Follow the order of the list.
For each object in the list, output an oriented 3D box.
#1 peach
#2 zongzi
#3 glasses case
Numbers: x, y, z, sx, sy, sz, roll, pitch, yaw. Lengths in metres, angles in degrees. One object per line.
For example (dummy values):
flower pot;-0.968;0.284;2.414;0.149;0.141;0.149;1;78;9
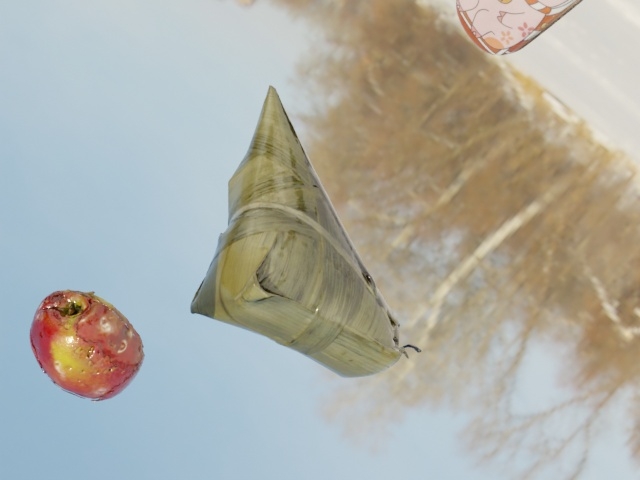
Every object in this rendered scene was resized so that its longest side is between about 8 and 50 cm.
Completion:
peach;-0.166;0.079;0.879;0.077;0.050;0.083;5;139;18
zongzi;0.003;0.001;1.063;0.205;0.094;0.204;30;-123;-38
glasses case;0.259;-0.306;1.365;0.103;0.267;0.067;54;-143;5
